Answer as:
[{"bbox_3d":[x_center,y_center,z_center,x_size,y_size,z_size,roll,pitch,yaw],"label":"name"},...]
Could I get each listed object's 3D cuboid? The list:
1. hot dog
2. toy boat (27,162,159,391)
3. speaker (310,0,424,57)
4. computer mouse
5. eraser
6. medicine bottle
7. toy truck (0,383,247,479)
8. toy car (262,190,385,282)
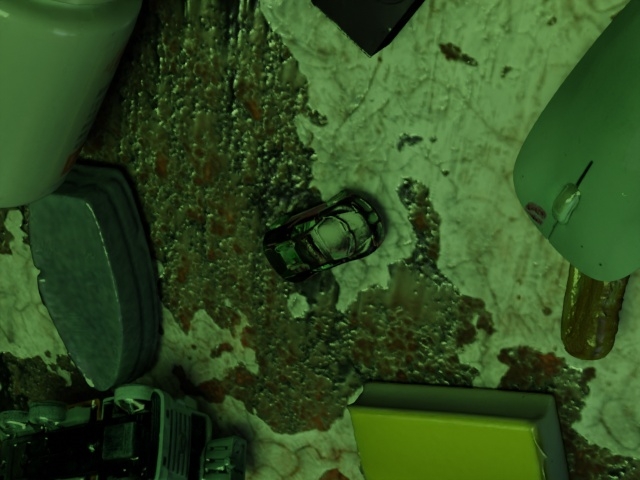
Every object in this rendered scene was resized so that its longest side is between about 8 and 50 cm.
[{"bbox_3d":[0.257,0.007,1.056,0.066,0.047,0.216,37,130,49],"label":"hot dog"},{"bbox_3d":[-0.257,0.051,1.377,0.127,0.078,0.283,5,116,26],"label":"toy boat"},{"bbox_3d":[0.081,-0.263,1.018,0.082,0.044,0.218,45,129,3],"label":"speaker"},{"bbox_3d":[0.262,-0.099,0.924,0.288,0.097,0.159,-50,65,27],"label":"computer mouse"},{"bbox_3d":[0.147,0.234,1.233,0.226,0.069,0.158,0,112,32],"label":"eraser"},{"bbox_3d":[-0.293,-0.225,1.163,0.211,0.211,0.371,39,128,8],"label":"medicine bottle"},{"bbox_3d":[-0.246,0.271,1.442,0.338,0.184,0.133,-15,62,31],"label":"toy truck"},{"bbox_3d":[0.000,0.000,1.205,0.142,0.055,0.069,-22,106,39],"label":"toy car"}]
